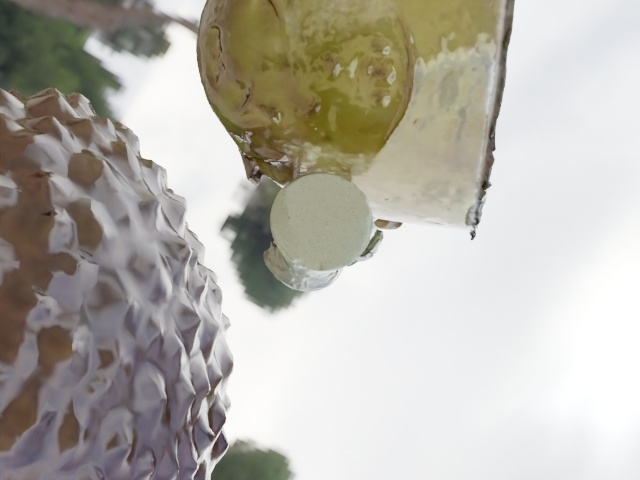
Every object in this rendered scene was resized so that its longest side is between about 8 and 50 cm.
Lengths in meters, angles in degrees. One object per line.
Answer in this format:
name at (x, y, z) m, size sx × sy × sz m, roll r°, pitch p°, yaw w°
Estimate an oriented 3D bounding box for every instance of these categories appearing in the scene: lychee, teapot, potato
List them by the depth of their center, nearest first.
lychee at (-0.123, 0.061, 0.617) m, size 0.200 × 0.200 × 0.238 m, roll -17°, pitch -124°, yaw 63°
teapot at (0.000, 0.000, 1.034) m, size 0.083 × 0.067 × 0.057 m, roll 121°, pitch -25°, yaw -72°
potato at (0.029, -0.165, 1.157) m, size 0.246 × 0.196 × 0.300 m, roll 99°, pitch 0°, yaw -75°
